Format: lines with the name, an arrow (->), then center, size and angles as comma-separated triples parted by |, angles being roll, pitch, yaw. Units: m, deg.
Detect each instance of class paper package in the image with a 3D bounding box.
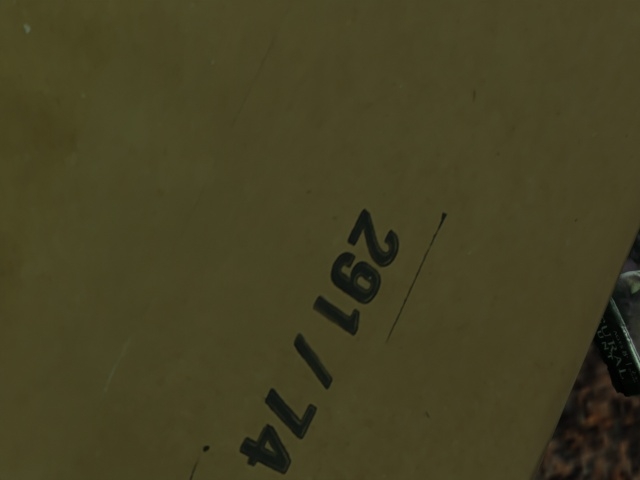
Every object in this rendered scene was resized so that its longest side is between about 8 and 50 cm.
paper package -> -0.088, 0.004, 0.411 | 0.309, 0.168, 0.325 | 27, 86, -49

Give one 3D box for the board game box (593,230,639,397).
board game box -> 0.119, -0.055, 0.629 | 0.126, 0.026, 0.186 | -24, 87, -19
